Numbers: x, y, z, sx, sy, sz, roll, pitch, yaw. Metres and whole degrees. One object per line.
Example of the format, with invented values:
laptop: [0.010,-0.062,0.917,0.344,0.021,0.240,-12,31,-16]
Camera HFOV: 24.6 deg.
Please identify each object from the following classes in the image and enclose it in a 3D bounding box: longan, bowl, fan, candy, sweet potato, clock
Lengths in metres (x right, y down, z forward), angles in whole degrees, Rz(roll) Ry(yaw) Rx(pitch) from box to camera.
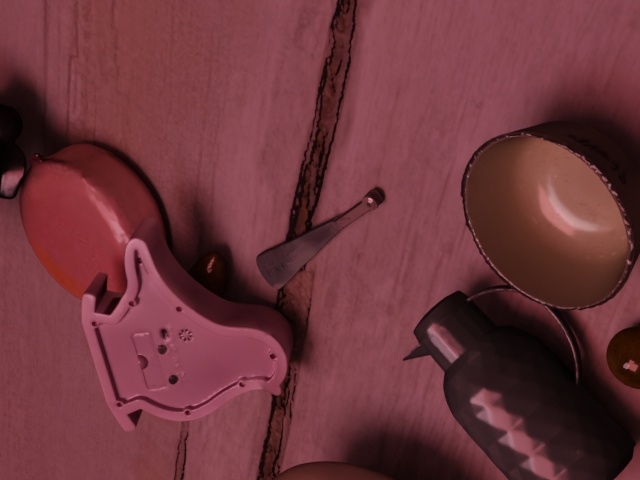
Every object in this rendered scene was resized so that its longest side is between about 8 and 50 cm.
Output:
longan: [0.359,0.133,1.647,0.075,0.075,0.083,39,178,17]
bowl: [0.266,-0.040,1.574,0.211,0.112,0.211,22,129,31]
fan: [0.000,0.000,1.920,0.282,0.023,0.057,-32,92,50]
candy: [-0.339,-0.028,2.158,0.255,0.094,0.255,23,130,30]
sweet potato: [-0.218,0.126,2.153,0.341,0.092,0.114,-37,73,48]
clock: [-0.191,0.106,2.028,0.275,0.080,0.290,-11,114,13]

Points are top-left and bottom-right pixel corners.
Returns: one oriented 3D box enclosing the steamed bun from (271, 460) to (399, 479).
steamed bun: [0.055,0.414,1.966,0.324,0.206,0.324,23,167,6]

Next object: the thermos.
thermos: [0.240,0.176,1.731,0.182,0.145,0.286,-43,83,17]

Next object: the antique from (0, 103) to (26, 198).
antique: [-0.553,-0.072,2.169,0.185,0.322,0.255,24,155,-13]
